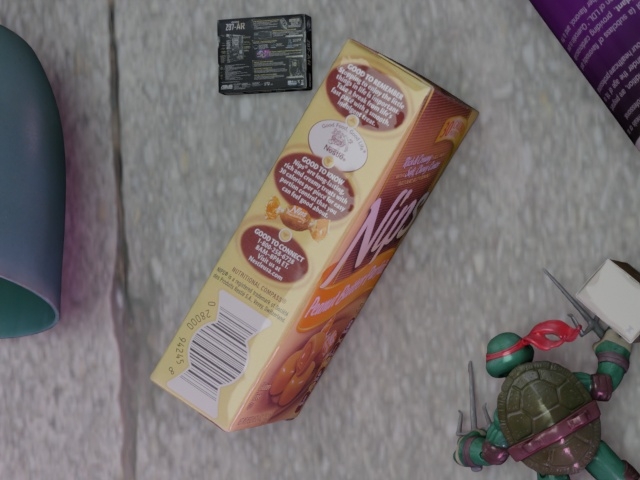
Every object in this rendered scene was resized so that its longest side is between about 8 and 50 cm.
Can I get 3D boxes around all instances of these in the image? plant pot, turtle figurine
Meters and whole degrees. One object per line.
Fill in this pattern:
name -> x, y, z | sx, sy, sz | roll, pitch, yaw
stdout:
plant pot -> -0.352, -0.066, 1.476 | 0.293, 0.293, 0.235 | 1, 71, 17
turtle figurine -> 0.185, 0.152, 1.390 | 0.175, 0.118, 0.234 | -28, 86, 14

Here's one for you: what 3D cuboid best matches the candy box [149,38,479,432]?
candy box -> 0.000, 0.000, 1.409 | 0.087, 0.183, 0.316 | 33, 97, 14

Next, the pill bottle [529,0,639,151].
pill bottle -> 0.276, -0.184, 1.334 | 0.181, 0.181, 0.323 | -36, 79, 13

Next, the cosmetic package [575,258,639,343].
cosmetic package -> 0.246, 0.049, 1.369 | 0.060, 0.115, 0.041 | 42, 100, 13

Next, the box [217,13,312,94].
box -> -0.050, -0.164, 1.515 | 0.083, 0.018, 0.067 | -3, 87, 17
